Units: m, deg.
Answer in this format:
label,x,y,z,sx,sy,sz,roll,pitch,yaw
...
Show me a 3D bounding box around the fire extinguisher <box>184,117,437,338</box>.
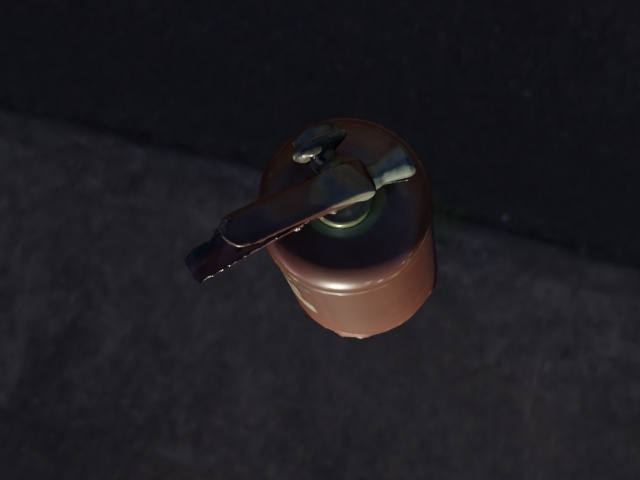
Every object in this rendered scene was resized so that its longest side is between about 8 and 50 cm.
label,x,y,z,sx,sy,sz,roll,pitch,yaw
fire extinguisher,0.000,0.000,1.185,0.147,0.337,0.106,-31,79,-1
